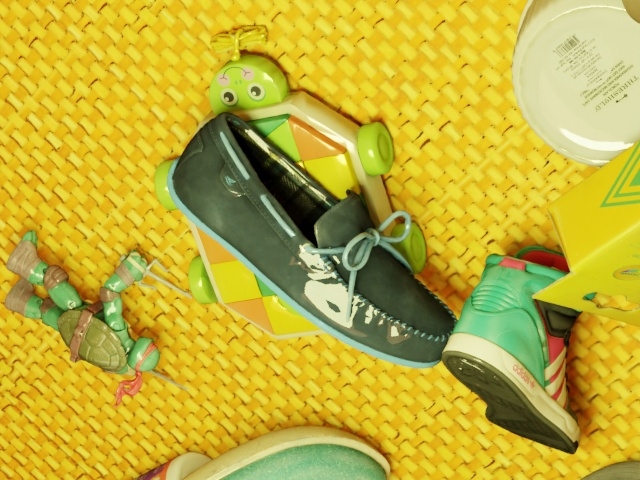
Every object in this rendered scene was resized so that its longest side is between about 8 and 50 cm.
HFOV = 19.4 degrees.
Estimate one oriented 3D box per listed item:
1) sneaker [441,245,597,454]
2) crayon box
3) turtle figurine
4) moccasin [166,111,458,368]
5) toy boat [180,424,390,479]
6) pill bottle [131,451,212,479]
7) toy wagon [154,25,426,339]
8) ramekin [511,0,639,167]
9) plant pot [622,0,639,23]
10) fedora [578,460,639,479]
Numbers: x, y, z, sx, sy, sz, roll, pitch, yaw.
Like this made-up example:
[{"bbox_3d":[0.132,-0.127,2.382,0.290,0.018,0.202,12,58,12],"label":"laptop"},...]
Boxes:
[{"bbox_3d":[0.227,0.100,1.951,0.124,0.178,0.295,17,163,29],"label":"sneaker"},{"bbox_3d":[0.364,-0.036,1.781,0.318,0.202,0.081,-37,54,31],"label":"crayon box"},{"bbox_3d":[-0.248,0.088,2.131,0.234,0.118,0.175,29,123,11],"label":"turtle figurine"},{"bbox_3d":[0.000,0.000,1.892,0.342,0.138,0.117,34,118,1],"label":"moccasin"},{"bbox_3d":[-0.023,0.359,2.134,0.267,0.148,0.318,-25,126,-7],"label":"toy boat"},{"bbox_3d":[-0.205,0.336,2.242,0.193,0.108,0.108,-30,103,31],"label":"pill bottle"},{"bbox_3d":[-0.048,-0.058,1.999,0.267,0.068,0.344,-9,113,24],"label":"toy wagon"},{"bbox_3d":[0.280,-0.167,1.794,0.207,0.109,0.207,9,120,17],"label":"ramekin"},{"bbox_3d":[0.274,-0.333,1.647,0.229,0.263,0.263,27,124,26],"label":"plant pot"},{"bbox_3d":[0.354,0.366,2.015,0.124,0.243,0.275,15,154,-26],"label":"fedora"}]
